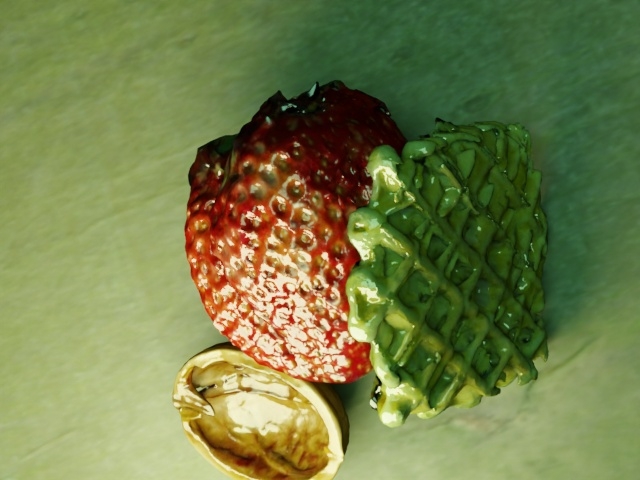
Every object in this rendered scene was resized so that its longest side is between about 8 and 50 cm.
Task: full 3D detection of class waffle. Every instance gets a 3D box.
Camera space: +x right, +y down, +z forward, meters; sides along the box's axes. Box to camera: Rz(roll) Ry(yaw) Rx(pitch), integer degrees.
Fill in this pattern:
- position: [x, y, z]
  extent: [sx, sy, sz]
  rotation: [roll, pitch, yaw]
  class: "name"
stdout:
- position: [0.139, 0.028, 1.306]
  extent: [0.073, 0.317, 0.297]
  rotation: [9, 106, 42]
  class: "waffle"

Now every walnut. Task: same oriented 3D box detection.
- position: [-0.051, 0.184, 1.457]
  extent: [0.211, 0.087, 0.167]
  rotation: [18, 118, 21]
  class: "walnut"

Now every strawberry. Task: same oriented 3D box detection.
- position: [0.000, 0.000, 1.365]
  extent: [0.238, 0.250, 0.288]
  rotation: [-19, 76, -28]
  class: "strawberry"
